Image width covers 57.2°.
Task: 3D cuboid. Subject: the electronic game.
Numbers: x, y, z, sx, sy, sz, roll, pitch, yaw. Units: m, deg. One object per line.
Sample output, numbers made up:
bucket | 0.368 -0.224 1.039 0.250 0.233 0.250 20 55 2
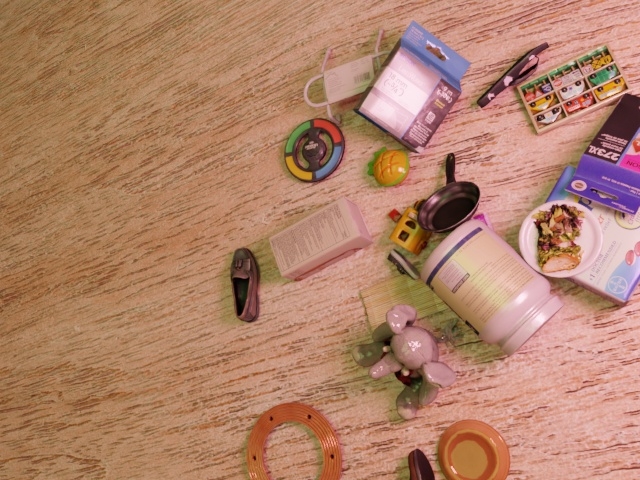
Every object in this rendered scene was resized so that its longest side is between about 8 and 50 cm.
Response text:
electronic game | -0.022 -0.311 2.019 0.229 0.048 0.229 -6 77 25

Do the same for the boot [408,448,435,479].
boot | 0.196 0.746 1.693 0.281 0.096 0.264 -16 80 30

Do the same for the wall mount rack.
wall mount rack | 0.114 -0.566 1.968 0.350 0.130 0.304 -13 78 23

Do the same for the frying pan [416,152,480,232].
frying pan | 0.360 -0.125 1.721 0.197 0.053 0.326 -33 30 13

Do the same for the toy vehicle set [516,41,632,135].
toy vehicle set | 0.724 -0.432 1.686 0.267 0.035 0.165 -24 70 20

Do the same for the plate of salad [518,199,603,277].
plate of salad | 0.603 -0.007 1.483 0.200 0.048 0.199 -6 77 26

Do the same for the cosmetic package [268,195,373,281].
cosmetic package | 0.000 0.000 1.899 0.296 0.129 0.153 -27 68 19

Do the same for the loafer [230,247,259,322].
loafer | -0.265 0.147 2.022 0.096 0.084 0.267 -16 73 22

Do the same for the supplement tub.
supplement tub | 0.459 0.127 1.582 0.235 0.235 0.325 -48 68 10

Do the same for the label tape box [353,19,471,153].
label tape box | 0.294 -0.473 1.799 0.241 0.106 0.333 32 97 -12

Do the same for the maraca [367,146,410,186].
maraca | 0.213 -0.236 1.865 0.127 0.099 0.186 -56 37 3

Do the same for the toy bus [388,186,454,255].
toy bus | 0.295 -0.057 1.780 0.191 0.104 0.202 -18 73 22

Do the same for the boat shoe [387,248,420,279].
boat shoe | 0.253 0.081 1.796 0.040 0.049 0.142 -56 42 17

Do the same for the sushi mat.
sushi mat | 0.277 0.169 1.791 0.317 0.019 0.151 -24 71 20

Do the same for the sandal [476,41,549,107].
sandal | 0.577 -0.485 1.749 0.054 0.097 0.254 45 105 -4

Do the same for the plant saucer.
plant saucer | 0.419 0.600 1.622 0.200 0.037 0.199 -5 78 25

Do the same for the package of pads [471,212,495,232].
package of pads | 0.481 -0.037 1.726 0.050 0.032 0.083 -24 70 17

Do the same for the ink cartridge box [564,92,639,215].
ink cartridge box | 0.789 -0.230 1.499 0.176 0.069 0.371 28 62 27

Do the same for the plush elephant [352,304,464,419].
plush elephant | 0.240 0.325 1.642 0.330 0.255 0.271 -40 65 14

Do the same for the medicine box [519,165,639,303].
medicine box | 0.721 -0.011 1.538 0.289 0.149 0.263 30 93 27

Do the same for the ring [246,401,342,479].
ring | -0.084 0.684 1.855 0.337 0.032 0.336 -6 77 26
